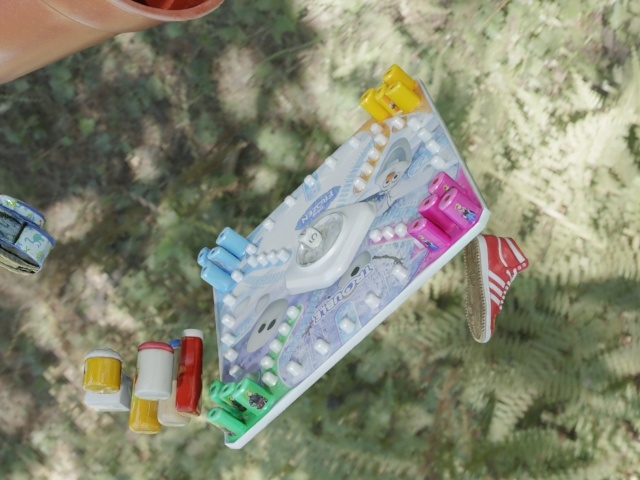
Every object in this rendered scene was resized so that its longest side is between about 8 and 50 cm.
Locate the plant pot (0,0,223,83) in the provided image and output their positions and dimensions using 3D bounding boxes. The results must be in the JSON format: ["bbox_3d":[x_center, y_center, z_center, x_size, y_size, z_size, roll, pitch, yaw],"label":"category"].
[{"bbox_3d":[-0.259,-0.278,1.080,0.265,0.272,0.272,-20,107,37],"label":"plant pot"}]

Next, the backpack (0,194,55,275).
[{"bbox_3d":[-0.433,-0.008,1.675,0.114,0.084,0.105,35,155,-21],"label":"backpack"}]

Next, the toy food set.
[{"bbox_3d":[-0.191,0.140,1.327,0.111,0.104,0.232,-2,158,10],"label":"toy food set"}]

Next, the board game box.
[{"bbox_3d":[0.000,0.000,1.401,0.390,0.390,0.050,-43,116,16],"label":"board game box"}]

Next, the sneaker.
[{"bbox_3d":[0.194,0.051,1.299,0.042,0.067,0.118,-5,87,64],"label":"sneaker"}]
